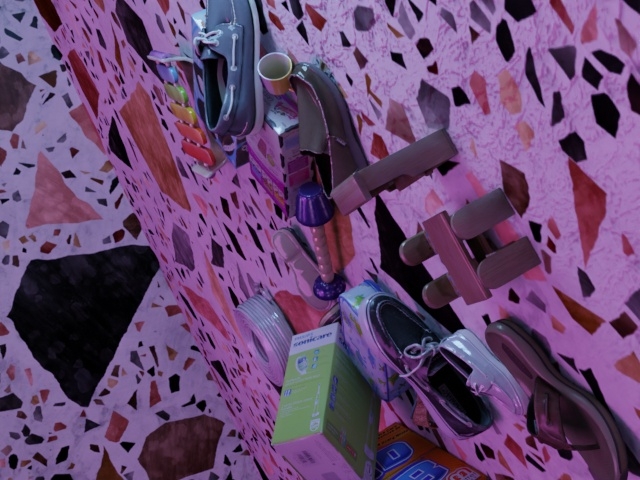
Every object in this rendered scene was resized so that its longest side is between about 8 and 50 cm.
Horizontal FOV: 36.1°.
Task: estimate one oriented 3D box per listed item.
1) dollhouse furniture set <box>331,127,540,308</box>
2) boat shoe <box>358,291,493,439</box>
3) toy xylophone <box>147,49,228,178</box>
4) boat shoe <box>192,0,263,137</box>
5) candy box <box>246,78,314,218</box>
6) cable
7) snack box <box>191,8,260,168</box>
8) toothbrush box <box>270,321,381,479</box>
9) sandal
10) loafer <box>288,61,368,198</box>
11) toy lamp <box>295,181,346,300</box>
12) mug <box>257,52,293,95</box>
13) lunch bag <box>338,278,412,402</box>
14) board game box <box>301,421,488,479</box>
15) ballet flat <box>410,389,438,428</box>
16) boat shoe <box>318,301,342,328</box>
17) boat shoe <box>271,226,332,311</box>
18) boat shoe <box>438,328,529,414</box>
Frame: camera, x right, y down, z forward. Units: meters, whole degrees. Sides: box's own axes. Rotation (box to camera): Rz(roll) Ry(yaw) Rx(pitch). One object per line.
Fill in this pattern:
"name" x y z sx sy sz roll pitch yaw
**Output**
"dollhouse furniture set" 0.152 -0.010 1.400 0.242 0.161 0.212 62 161 2
"boat shoe" 0.185 0.210 1.700 0.306 0.113 0.105 57 154 7
"toy xylophone" -0.314 -0.307 2.334 0.236 0.081 0.323 16 131 65
"boat shoe" -0.176 -0.346 1.788 0.116 0.099 0.320 3 102 54
"candy box" -0.081 -0.179 1.915 0.159 0.071 0.233 50 158 34
"cable" -0.137 0.271 2.653 0.257 0.089 0.257 52 159 27
"snack box" -0.200 -0.312 2.059 0.187 0.060 0.322 54 160 21
"toothbrush box" 0.022 0.344 1.990 0.206 0.122 0.283 53 -148 -33
"sandal" 0.324 0.242 1.413 0.303 0.086 0.120 48 157 35
"loafer" 0.004 -0.180 1.665 0.251 0.087 0.094 65 161 -8
"toy lamp" 0.000 0.000 1.948 0.080 0.080 0.275 46 156 40
"mug" -0.075 -0.289 1.772 0.078 0.062 0.064 60 170 27
"lunch bag" 0.110 0.191 1.897 0.176 0.090 0.219 47 157 37
"board game box" 0.155 0.654 2.001 0.356 0.356 0.357 17 132 63
"ballet flat" 0.211 0.290 1.835 0.067 0.073 0.206 24 150 18
"boat shoe" 0.043 0.195 2.111 0.073 0.080 0.223 47 160 16
"boat shoe" -0.030 0.059 2.164 0.206 0.075 0.065 57 -156 -1
"boat shoe" 0.261 0.218 1.581 0.184 0.063 0.066 51 158 31
